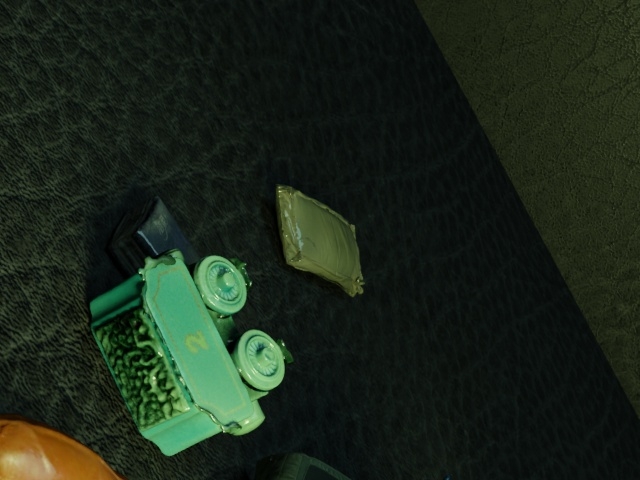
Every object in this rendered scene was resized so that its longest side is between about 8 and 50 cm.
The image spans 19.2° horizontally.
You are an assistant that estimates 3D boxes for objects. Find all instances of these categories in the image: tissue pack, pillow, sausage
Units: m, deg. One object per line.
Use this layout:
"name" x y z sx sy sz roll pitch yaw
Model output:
"tissue pack" -0.160 0.037 2.053 0.156 0.051 0.112 57 17 -16
"pillow" 0.000 0.000 2.509 0.208 0.053 0.119 30 41 -58
"sausage" -0.215 0.227 1.537 0.258 0.133 0.133 44 26 -43

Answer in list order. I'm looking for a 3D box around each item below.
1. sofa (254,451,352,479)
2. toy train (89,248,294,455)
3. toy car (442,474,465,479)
"sofa" -0.006 0.361 1.972 0.225 0.176 0.210 30 24 -5
"toy train" -0.134 0.109 1.904 0.163 0.112 0.203 -22 82 -52
"toy car" 0.086 0.319 1.708 0.166 0.198 0.314 30 16 12
